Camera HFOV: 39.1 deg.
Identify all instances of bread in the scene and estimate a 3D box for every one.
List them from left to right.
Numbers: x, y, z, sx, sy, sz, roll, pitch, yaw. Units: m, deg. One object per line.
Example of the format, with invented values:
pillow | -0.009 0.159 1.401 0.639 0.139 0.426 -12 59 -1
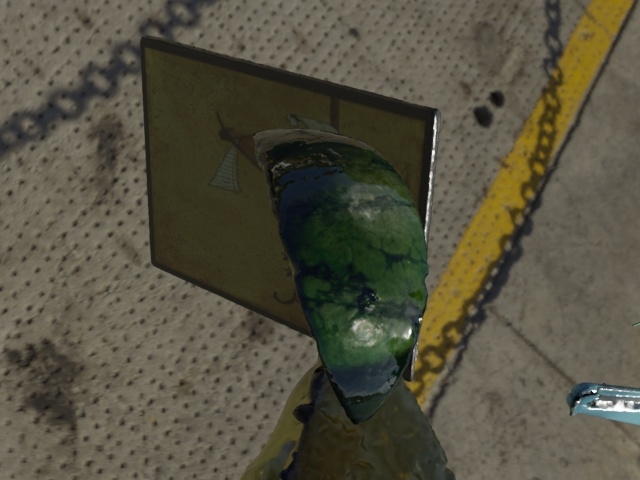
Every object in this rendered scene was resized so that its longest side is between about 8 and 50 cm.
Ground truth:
bread | 0.007 0.220 0.672 0.163 0.204 0.262 24 61 -3

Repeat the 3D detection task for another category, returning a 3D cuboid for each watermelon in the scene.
watermelon | -0.006 -0.003 0.470 0.075 0.092 0.181 10 49 -36

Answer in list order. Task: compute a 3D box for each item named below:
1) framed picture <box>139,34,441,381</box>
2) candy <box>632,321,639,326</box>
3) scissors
framed picture | -0.045 -0.037 0.841 0.014 0.339 0.255 -28 130 -46
candy | 0.468 0.102 1.233 0.083 0.023 0.025 -25 95 5
scissors | 0.459 0.231 1.193 0.393 0.180 0.032 14 31 -32
